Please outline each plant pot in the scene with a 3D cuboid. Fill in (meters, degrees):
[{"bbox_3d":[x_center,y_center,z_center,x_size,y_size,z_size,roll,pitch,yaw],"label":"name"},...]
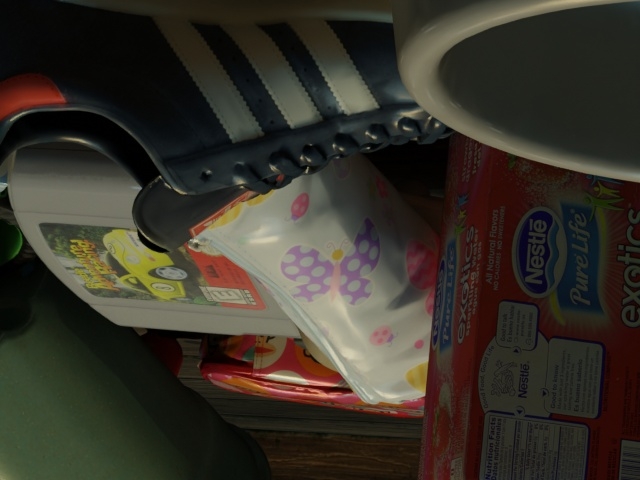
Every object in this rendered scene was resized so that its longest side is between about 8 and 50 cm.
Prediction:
[{"bbox_3d":[-0.271,0.183,1.696,0.341,0.341,0.334,-3,130,40],"label":"plant pot"}]

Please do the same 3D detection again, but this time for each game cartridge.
[{"bbox_3d":[-0.129,0.000,1.434,0.196,0.060,0.294,7,156,18],"label":"game cartridge"}]

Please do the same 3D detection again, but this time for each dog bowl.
[{"bbox_3d":[0.189,-0.102,0.771,0.349,0.102,0.349,5,169,1],"label":"dog bowl"}]

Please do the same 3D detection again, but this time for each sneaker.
[{"bbox_3d":[-0.032,-0.060,0.984,0.350,0.148,0.131,6,169,-1],"label":"sneaker"}]

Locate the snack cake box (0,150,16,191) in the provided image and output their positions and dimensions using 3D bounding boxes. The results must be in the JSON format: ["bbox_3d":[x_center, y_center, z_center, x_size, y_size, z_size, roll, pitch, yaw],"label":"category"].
[{"bbox_3d":[-0.306,-0.069,1.253,0.152,0.089,0.264,11,168,-19],"label":"snack cake box"}]

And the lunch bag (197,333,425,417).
[{"bbox_3d":[0.011,0.126,2.024,0.293,0.120,0.258,8,173,-2],"label":"lunch bag"}]

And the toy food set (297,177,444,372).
[{"bbox_3d":[0.144,0.023,1.362,0.306,0.092,0.219,10,141,-5],"label":"toy food set"}]

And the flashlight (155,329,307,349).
[{"bbox_3d":[-0.066,0.058,1.749,0.103,0.103,0.304,-17,-174,-36],"label":"flashlight"}]

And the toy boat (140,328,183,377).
[{"bbox_3d":[-0.294,0.079,1.932,0.318,0.148,0.267,15,163,-6],"label":"toy boat"}]

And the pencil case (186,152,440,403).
[{"bbox_3d":[0.000,0.000,1.169,0.113,0.124,0.273,-8,145,33],"label":"pencil case"}]

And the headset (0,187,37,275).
[{"bbox_3d":[-0.426,-0.025,1.538,0.394,0.185,0.243,-14,159,18],"label":"headset"}]

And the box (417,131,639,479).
[{"bbox_3d":[0.142,0.042,1.122,0.128,0.256,0.122,8,167,-10],"label":"box"}]
